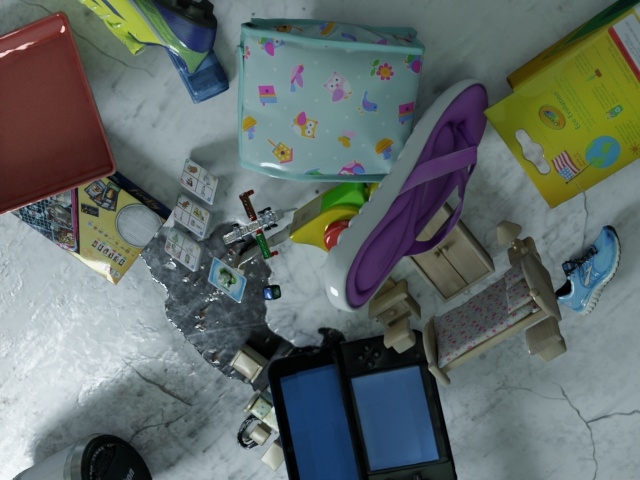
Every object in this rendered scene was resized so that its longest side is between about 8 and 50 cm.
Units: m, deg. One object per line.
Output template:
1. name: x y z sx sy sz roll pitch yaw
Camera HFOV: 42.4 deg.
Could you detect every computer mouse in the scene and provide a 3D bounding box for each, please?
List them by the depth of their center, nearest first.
1. computer mouse: -0.064 0.326 1.545 0.242 0.041 0.071 -31 96 25

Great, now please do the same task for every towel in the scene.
1. towel: -0.193 -0.276 1.271 0.067 0.029 0.120 -21 111 14

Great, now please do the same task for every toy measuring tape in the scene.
1. toy measuring tape: 0.000 0.000 1.346 0.330 0.121 0.121 -32 109 32

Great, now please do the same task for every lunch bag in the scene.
1. lunch bag: 0.005 -0.207 1.216 0.262 0.160 0.224 3 117 -3

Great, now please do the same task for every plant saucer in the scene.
1. plant saucer: -0.459 -0.190 1.291 0.258 0.048 0.259 -18 93 13

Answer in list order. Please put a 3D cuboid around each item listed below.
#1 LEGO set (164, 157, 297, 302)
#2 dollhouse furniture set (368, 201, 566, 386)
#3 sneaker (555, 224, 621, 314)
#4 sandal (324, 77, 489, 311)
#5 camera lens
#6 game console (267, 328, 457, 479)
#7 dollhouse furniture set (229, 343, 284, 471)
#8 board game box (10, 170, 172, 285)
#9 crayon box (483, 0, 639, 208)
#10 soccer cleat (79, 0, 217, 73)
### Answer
1. LEGO set: -0.141 -0.006 1.347 0.244 0.060 0.183 32 119 27
2. dollhouse furniture set: 0.168 0.082 1.227 0.303 0.356 0.174 -35 107 20
3. sneaker: 0.434 0.046 1.346 0.073 0.063 0.162 19 115 0
4. sandal: 0.156 -0.054 1.179 0.102 0.416 0.169 24 157 30
5. camera lens: -0.469 0.509 1.564 0.274 0.219 0.219 -29 109 18
6. game console: 0.076 0.317 1.385 0.250 0.173 0.293 -13 85 13
7. dollhouse furniture set: -0.119 0.314 1.480 0.181 0.101 0.161 36 116 6
8. board game box: -0.397 -0.056 1.387 0.243 0.042 0.165 37 112 -12
9. crayon box: 0.421 -0.216 1.212 0.318 0.081 0.202 -33 108 18
10. soccer cleat: -0.289 -0.336 1.199 0.289 0.093 0.121 26 118 5
